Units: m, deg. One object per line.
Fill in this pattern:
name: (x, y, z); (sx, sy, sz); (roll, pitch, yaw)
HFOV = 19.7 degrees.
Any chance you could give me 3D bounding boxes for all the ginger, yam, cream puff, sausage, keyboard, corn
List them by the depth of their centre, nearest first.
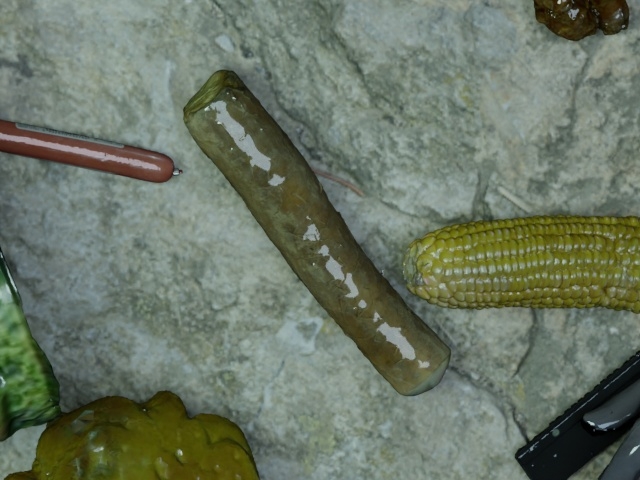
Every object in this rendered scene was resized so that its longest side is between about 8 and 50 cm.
cream puff: (-0.155, 0.253, 1.608); (0.244, 0.196, 0.244); (-4, 54, 5)
sausage: (-0.231, -0.083, 1.646); (0.223, 0.029, 0.029); (11, 92, -15)
yam: (0.000, 0.000, 1.688); (0.081, 0.081, 0.357); (-41, 102, -8)
ginger: (0.228, -0.254, 1.727); (0.103, 0.073, 0.162); (-29, 102, -10)
corn: (0.221, 0.025, 1.740); (0.291, 0.101, 0.101); (-2, 95, -11)
keyboard: (0.277, 0.170, 1.807); (0.195, 0.018, 0.060); (-37, 110, -9)

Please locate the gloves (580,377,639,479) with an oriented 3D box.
gloves: (0.358, 0.166, 1.781); (0.285, 0.119, 0.142); (-45, 84, -4)

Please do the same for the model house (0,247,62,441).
model house: (-0.387, 0.048, 1.503); (0.266, 0.261, 0.321); (-22, 95, -9)
